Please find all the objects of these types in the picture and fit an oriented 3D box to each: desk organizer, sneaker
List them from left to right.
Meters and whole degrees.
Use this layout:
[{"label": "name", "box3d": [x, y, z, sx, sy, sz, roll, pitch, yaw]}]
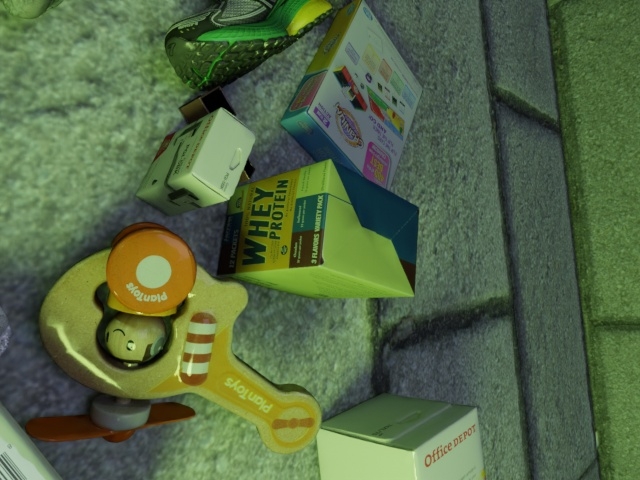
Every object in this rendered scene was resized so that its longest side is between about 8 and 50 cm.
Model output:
[{"label": "desk organizer", "box3d": [-0.135, -0.145, 0.663, 0.047, 0.050, 0.130, -49, 118, -39]}, {"label": "sneaker", "box3d": [-0.114, -0.328, 0.677, 0.146, 0.134, 0.343, 53, 41, -18]}]

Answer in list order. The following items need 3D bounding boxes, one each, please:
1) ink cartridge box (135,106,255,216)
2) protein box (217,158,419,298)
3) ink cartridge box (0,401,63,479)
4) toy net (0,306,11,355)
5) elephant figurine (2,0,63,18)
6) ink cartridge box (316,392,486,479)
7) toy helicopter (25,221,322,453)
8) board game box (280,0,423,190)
[{"label": "ink cartridge box", "box3d": [-0.154, -0.092, 0.574, 0.056, 0.135, 0.099, 36, 59, -36]}, {"label": "protein box", "box3d": [0.000, 0.000, 0.673, 0.200, 0.201, 0.136, 20, 70, -43]}, {"label": "ink cartridge box", "box3d": [-0.284, 0.271, 0.354, 0.197, 0.114, 0.273, -39, 96, -42]}, {"label": "toy net", "box3d": [-0.373, 0.044, 0.388, 0.232, 0.045, 0.122, 49, 52, -30]}, {"label": "elephant figurine", "box3d": [-0.329, -0.341, 0.419, 0.239, 0.169, 0.186, 36, 19, -26]}, {"label": "ink cartridge box", "box3d": [0.138, 0.415, 0.759, 0.198, 0.197, 0.270, -4, 87, -46]}, {"label": "toy helicopter", "box3d": [-0.146, 0.155, 0.537, 0.355, 0.140, 0.235, 41, 79, -22]}, {"label": "board game box", "box3d": [0.077, -0.260, 0.894, 0.242, 0.064, 0.316, 43, 55, -34]}]
